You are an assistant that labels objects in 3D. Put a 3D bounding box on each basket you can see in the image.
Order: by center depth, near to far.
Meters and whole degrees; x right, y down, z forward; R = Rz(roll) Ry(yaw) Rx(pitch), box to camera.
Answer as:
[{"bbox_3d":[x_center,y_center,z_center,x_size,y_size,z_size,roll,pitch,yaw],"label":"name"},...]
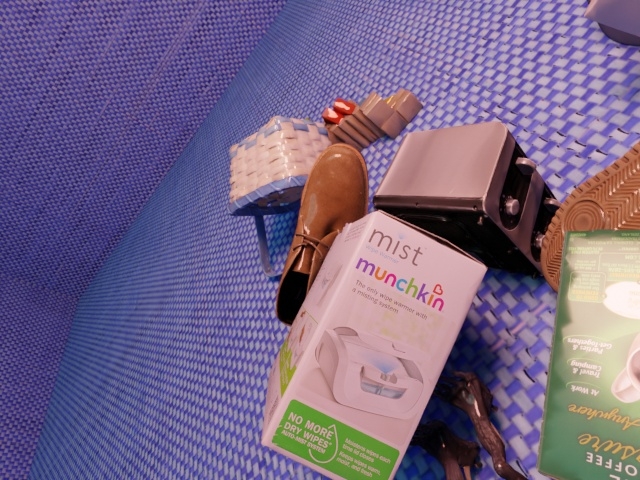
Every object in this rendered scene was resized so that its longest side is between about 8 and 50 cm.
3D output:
[{"bbox_3d":[-0.057,-0.079,0.809,0.254,0.201,0.289,-12,83,45],"label":"basket"}]

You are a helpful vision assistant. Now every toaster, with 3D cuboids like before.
[{"bbox_3d":[0.171,-0.041,0.488,0.185,0.168,0.110,10,70,54],"label":"toaster"}]

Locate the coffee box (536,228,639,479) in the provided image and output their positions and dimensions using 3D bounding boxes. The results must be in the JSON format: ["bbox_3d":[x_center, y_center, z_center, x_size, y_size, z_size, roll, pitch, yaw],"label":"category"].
[{"bbox_3d":[0.220,0.081,0.274,0.113,0.040,0.184,-1,64,43],"label":"coffee box"}]

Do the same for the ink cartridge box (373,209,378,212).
[{"bbox_3d":[0.113,-0.029,0.674,0.115,0.029,0.063,-33,42,33],"label":"ink cartridge box"}]

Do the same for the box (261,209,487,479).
[{"bbox_3d":[0.037,0.106,0.482,0.231,0.126,0.262,-63,2,-8],"label":"box"}]

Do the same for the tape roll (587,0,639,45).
[{"bbox_3d":[0.429,-0.338,0.463,0.219,0.072,0.219,-33,41,34],"label":"tape roll"}]

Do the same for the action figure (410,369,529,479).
[{"bbox_3d":[0.151,0.247,0.304,0.164,0.141,0.276,-68,27,25],"label":"action figure"}]

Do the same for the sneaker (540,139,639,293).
[{"bbox_3d":[0.333,-0.047,0.349,0.099,0.153,0.282,-106,29,-45],"label":"sneaker"}]

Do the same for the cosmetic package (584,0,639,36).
[{"bbox_3d":[0.370,-0.389,0.279,0.097,0.284,0.377,29,87,15],"label":"cosmetic package"}]

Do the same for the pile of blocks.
[{"bbox_3d":[0.037,-0.253,0.875,0.362,0.112,0.149,-20,50,44],"label":"pile of blocks"}]

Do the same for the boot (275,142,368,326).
[{"bbox_3d":[0.000,0.000,0.644,0.115,0.112,0.305,-48,-25,-70],"label":"boot"}]
